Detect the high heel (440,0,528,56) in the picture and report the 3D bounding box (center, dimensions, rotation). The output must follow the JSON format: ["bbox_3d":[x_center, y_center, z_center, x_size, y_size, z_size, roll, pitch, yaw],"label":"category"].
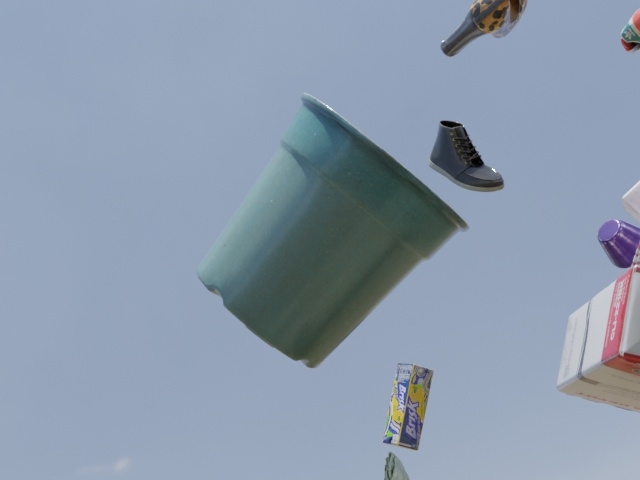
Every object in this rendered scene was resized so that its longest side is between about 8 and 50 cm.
[{"bbox_3d":[0.347,-0.441,1.747,0.261,0.093,0.186,-42,3,-27],"label":"high heel"}]

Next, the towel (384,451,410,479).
[{"bbox_3d":[0.120,0.375,1.321,0.027,0.148,0.110,-18,17,13],"label":"towel"}]

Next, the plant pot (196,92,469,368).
[{"bbox_3d":[0.000,0.000,1.534,0.334,0.341,0.341,-50,-32,2],"label":"plant pot"}]

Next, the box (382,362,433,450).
[{"bbox_3d":[0.180,0.340,1.969,0.059,0.168,0.054,21,-14,-31],"label":"box"}]

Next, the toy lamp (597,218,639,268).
[{"bbox_3d":[0.582,0.054,1.663,0.275,0.080,0.080,36,-56,-24],"label":"toy lamp"}]

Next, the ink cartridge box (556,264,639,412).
[{"bbox_3d":[0.427,0.139,1.183,0.197,0.114,0.273,14,-18,2],"label":"ink cartridge box"}]

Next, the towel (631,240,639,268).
[{"bbox_3d":[0.549,0.013,1.497,0.144,0.029,0.197,-6,-59,-21],"label":"towel"}]

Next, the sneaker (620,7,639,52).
[{"bbox_3d":[0.467,-0.304,1.377,0.075,0.057,0.161,-36,-9,23],"label":"sneaker"}]

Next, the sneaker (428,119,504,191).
[{"bbox_3d":[0.337,-0.195,2.214,0.083,0.222,0.118,-17,-56,-36],"label":"sneaker"}]

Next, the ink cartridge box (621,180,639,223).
[{"bbox_3d":[0.643,-0.097,1.690,0.198,0.115,0.067,-43,-21,3],"label":"ink cartridge box"}]
